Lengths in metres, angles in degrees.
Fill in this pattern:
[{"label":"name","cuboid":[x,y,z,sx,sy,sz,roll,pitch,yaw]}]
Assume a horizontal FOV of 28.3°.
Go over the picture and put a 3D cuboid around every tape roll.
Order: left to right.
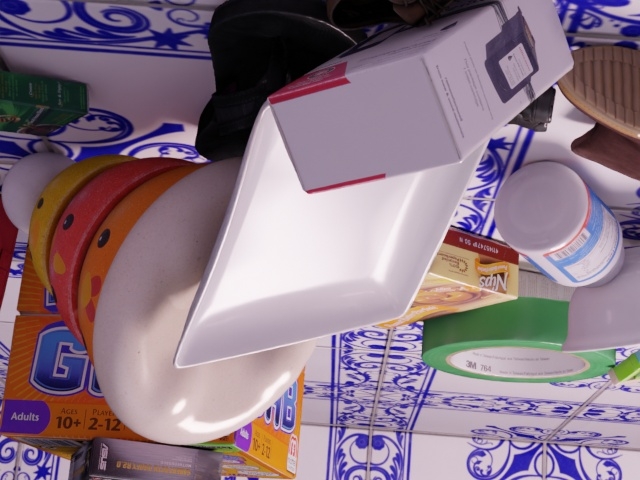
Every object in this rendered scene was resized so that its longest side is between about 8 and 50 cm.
[{"label":"tape roll","cuboid":[0.330,0.170,2.120,0.321,0.077,0.321,4,162,1]}]

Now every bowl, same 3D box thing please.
[{"label":"bowl","cuboid":[0.480,0.072,1.799,0.297,0.134,0.298,-8,176,-1]}]

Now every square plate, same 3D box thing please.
[{"label":"square plate","cuboid":[0.017,-0.028,1.368,0.347,0.049,0.344,-9,135,-39]}]

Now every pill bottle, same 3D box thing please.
[{"label":"pill bottle","cuboid":[0.321,-0.011,1.656,0.124,0.124,0.221,-5,160,28]}]

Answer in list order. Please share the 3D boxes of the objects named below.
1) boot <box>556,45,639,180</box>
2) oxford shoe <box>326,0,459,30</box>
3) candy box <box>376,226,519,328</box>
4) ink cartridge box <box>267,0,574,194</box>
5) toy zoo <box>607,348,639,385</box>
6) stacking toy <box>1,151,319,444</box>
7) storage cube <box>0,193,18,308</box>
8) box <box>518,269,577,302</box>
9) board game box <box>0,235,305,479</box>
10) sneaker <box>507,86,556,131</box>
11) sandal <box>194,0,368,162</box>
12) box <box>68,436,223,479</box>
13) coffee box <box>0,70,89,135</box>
[{"label":"boot","cuboid":[0.322,-0.120,1.369,0.248,0.090,0.207,16,164,-17]},{"label":"oxford shoe","cuboid":[0.104,-0.224,1.077,0.227,0.096,0.083,-13,145,36]},{"label":"candy box","cuboid":[0.136,0.061,1.990,0.182,0.088,0.316,17,159,-33]},{"label":"ink cartridge box","cuboid":[0.096,-0.142,1.136,0.172,0.100,0.237,-10,-161,39]},{"label":"toy zoo","cuboid":[0.619,0.144,2.027,0.192,0.030,0.293,-3,150,-37]},{"label":"stacking toy","cuboid":[-0.248,0.011,1.584,0.480,0.351,0.350,24,179,40]},{"label":"storage cube","cuboid":[-0.570,0.005,1.808,0.183,0.215,0.193,-2,155,24]},{"label":"box","cuboid":[0.349,0.115,2.157,0.322,0.059,0.232,12,161,-19]},{"label":"board game box","cuboid":[-0.234,0.162,1.964,0.356,0.356,0.356,0,162,13]},{"label":"sneaker","cuboid":[0.200,-0.146,1.336,0.089,0.051,0.170,7,-177,7]},{"label":"sandal","cuboid":[-0.049,-0.137,1.379,0.167,0.107,0.446,7,163,-7]},{"label":"box","cuboid":[-0.256,0.332,1.820,0.183,0.056,0.231,11,162,-17]},{"label":"coffee box","cuboid":[-0.374,-0.159,1.455,0.184,0.040,0.113,5,166,-41]}]
